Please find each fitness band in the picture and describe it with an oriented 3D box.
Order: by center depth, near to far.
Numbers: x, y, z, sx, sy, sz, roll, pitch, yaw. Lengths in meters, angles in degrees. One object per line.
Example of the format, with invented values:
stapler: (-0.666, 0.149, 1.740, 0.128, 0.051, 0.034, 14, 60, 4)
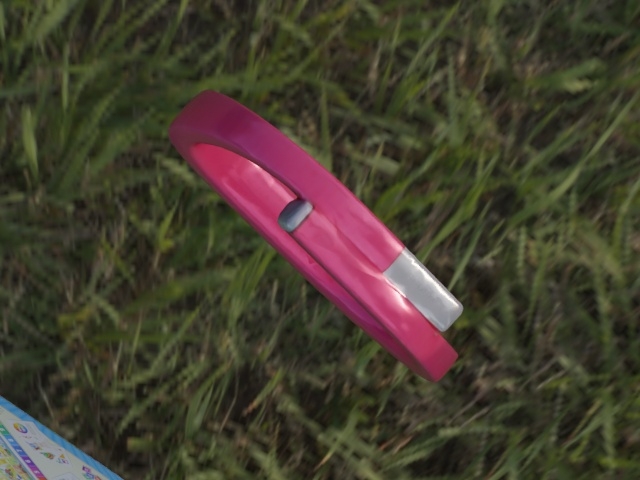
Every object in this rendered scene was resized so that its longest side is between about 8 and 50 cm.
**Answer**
fitness band: (0.000, 0.000, 1.403, 0.054, 0.209, 0.291, -48, 117, -8)

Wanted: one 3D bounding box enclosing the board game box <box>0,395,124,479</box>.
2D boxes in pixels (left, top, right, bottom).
board game box: (-0.157, 0.113, 0.802, 0.154, 0.026, 0.103, 33, 43, 10)
